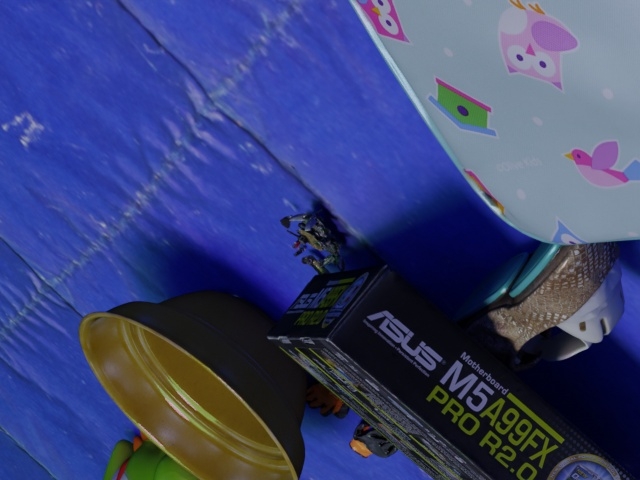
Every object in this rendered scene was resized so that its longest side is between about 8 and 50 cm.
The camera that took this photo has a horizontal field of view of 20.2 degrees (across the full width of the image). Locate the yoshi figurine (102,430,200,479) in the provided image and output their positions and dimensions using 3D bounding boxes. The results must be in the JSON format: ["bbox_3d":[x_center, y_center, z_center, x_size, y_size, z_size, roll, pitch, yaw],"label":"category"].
[{"bbox_3d":[-0.129,0.299,1.679,0.203,0.203,0.362,26,152,-5],"label":"yoshi figurine"}]

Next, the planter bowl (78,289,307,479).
[{"bbox_3d":[-0.077,0.105,1.393,0.217,0.090,0.217,32,152,19],"label":"planter bowl"}]

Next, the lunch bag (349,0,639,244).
[{"bbox_3d":[0.135,-0.114,0.740,0.279,0.108,0.224,-8,121,56],"label":"lunch bag"}]

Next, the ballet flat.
[{"bbox_3d":[0.136,0.030,1.016,0.067,0.073,0.206,37,164,0],"label":"ballet flat"}]

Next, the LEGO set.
[{"bbox_3d":[-0.002,-0.001,1.212,0.054,0.023,0.083,46,167,-4],"label":"LEGO set"}]

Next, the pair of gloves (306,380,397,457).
[{"bbox_3d":[0.023,0.141,1.404,0.083,0.010,0.074,43,154,-4],"label":"pair of gloves"}]

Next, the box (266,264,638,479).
[{"bbox_3d":[0.100,0.125,1.133,0.270,0.060,0.216,41,171,-6],"label":"box"}]
